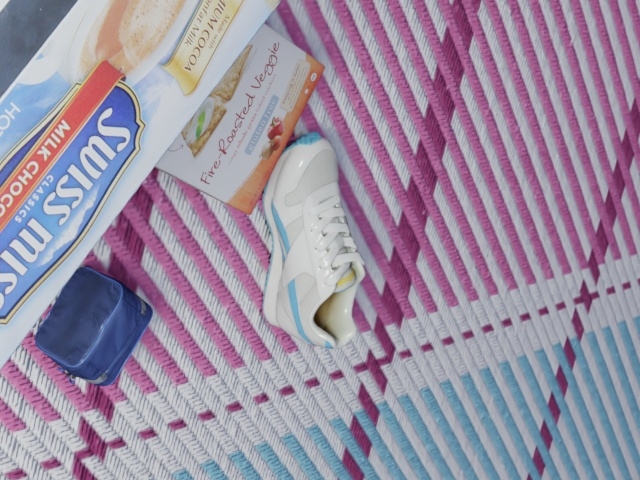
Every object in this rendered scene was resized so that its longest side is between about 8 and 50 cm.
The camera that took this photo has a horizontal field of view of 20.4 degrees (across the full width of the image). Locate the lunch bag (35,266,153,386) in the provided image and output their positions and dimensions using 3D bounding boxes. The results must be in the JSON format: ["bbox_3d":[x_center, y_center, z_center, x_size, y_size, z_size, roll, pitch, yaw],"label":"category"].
[{"bbox_3d":[-0.198,0.081,1.560,0.098,0.067,0.065,-58,145,-5],"label":"lunch bag"}]

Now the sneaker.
[{"bbox_3d":[0.000,0.000,1.747,0.087,0.092,0.229,-29,132,-37],"label":"sneaker"}]

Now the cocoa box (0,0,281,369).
[{"bbox_3d":[-0.245,-0.118,1.181,0.347,0.231,0.228,-54,129,-13],"label":"cocoa box"}]

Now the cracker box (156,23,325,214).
[{"bbox_3d":[-0.107,-0.131,1.539,0.232,0.067,0.156,27,89,-55],"label":"cracker box"}]
